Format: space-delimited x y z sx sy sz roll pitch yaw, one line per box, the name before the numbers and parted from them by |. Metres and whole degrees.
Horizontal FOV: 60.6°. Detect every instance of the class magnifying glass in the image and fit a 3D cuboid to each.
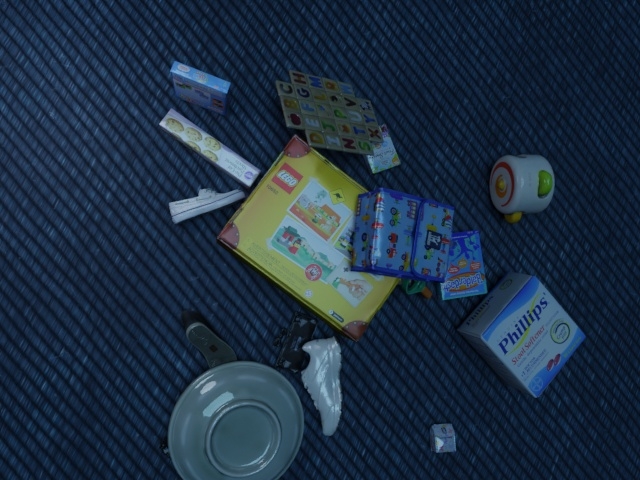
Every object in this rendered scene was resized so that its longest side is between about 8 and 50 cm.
magnifying glass | 0.302 0.138 1.673 0.026 0.231 0.092 32 86 30

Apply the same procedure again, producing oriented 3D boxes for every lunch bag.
lunch bag | 0.385 0.622 1.727 0.071 0.053 0.083 2 77 -12
lunch bag | 0.249 -0.005 1.527 0.293 0.138 0.220 10 82 -23

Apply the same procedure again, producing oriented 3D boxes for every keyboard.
keyboard | -0.087 0.308 1.675 0.108 0.023 0.180 23 81 -15

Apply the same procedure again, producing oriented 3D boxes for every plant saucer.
plant saucer | -0.226 0.550 1.559 0.401 0.100 0.400 0 90 -20

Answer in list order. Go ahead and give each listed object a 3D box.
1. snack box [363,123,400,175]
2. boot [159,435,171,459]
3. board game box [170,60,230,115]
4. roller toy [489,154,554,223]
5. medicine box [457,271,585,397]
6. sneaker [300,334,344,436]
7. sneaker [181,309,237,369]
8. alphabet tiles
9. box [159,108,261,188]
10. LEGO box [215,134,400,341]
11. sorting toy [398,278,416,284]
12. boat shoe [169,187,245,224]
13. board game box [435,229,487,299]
snack box | 0.184 -0.292 1.759 0.100 0.037 0.141 -21 90 -11
boot | -0.396 0.591 1.583 0.121 0.045 0.099 36 79 -1
board game box | -0.342 -0.433 1.580 0.160 0.211 0.039 20 82 -9
roller toy | 0.637 -0.178 1.763 0.146 0.209 0.191 -2 51 -11
medicine box | 0.634 0.292 1.733 0.263 0.149 0.289 -46 104 -10
sneaker | 0.008 0.437 1.654 0.129 0.111 0.297 -3 83 2
sneaker | -0.323 0.294 1.607 0.083 0.118 0.222 -34 122 -9
alphabet tiles | 0.033 -0.386 1.655 0.343 0.011 0.285 3 60 -31
box | -0.330 -0.273 1.647 0.324 0.063 0.067 35 82 -7
LEGO box | 0.000 0.000 1.624 0.500 0.193 0.372 38 80 -6
sorting toy | 0.280 0.113 1.762 0.083 0.012 0.062 5 85 -10
boat shoe | -0.339 -0.119 1.624 0.226 0.083 0.075 -21 91 -11
board game box | 0.446 0.079 1.779 0.160 0.047 0.210 -8 89 -11
